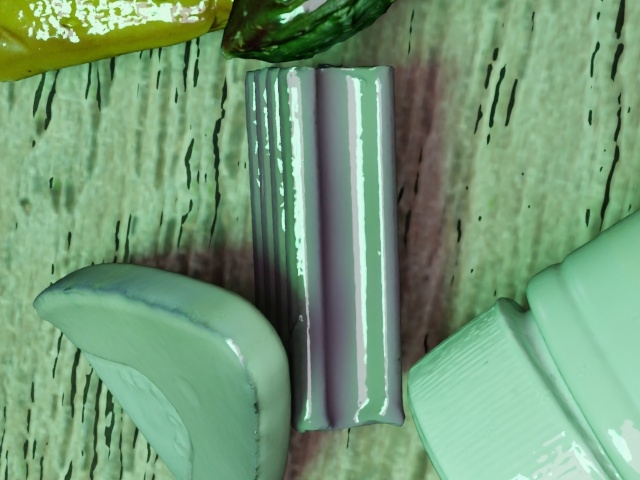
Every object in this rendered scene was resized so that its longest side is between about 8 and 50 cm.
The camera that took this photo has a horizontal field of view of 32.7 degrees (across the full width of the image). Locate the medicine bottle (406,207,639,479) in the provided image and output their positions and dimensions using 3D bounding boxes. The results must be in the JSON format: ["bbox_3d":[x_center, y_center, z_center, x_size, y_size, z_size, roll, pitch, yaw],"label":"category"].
[{"bbox_3d":[0.227,0.056,0.555,0.332,0.190,0.190,-34,90,14],"label":"medicine bottle"}]

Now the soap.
[{"bbox_3d":[0.000,0.000,0.627,0.065,0.122,0.203,-5,99,-14],"label":"soap"}]

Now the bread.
[{"bbox_3d":[-0.115,-0.160,0.649,0.246,0.094,0.102,-9,100,11],"label":"bread"}]

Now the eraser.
[{"bbox_3d":[-0.071,0.079,0.626,0.059,0.243,0.204,-36,90,-31],"label":"eraser"}]

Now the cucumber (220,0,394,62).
[{"bbox_3d":[0.091,-0.208,0.562,0.359,0.096,0.096,-32,90,2],"label":"cucumber"}]
